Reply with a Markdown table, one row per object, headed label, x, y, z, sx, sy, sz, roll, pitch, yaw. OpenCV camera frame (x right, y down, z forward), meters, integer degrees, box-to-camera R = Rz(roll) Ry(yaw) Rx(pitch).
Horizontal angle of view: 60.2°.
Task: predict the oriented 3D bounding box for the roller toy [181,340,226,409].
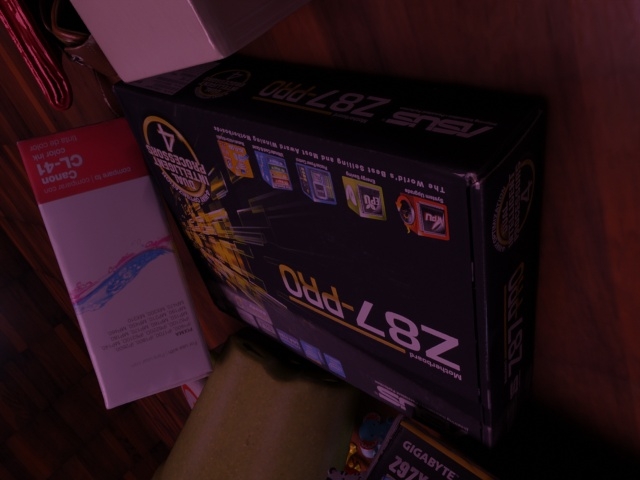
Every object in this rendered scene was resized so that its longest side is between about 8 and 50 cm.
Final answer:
| label | x | y | z | sx | sy | sz | roll | pitch | yaw |
| --- | --- | --- | --- | --- | --- | --- | --- | --- | --- |
| roller toy | -0.132 | 0.265 | 0.935 | 0.191 | 0.146 | 0.209 | 56 | 153 | 7 |

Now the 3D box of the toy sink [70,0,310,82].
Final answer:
| label | x | y | z | sx | sy | sz | roll | pitch | yaw |
| --- | --- | --- | --- | --- | --- | --- | --- | --- | --- |
| toy sink | -0.119 | -0.248 | 0.371 | 0.152 | 0.131 | 0.234 | 8 | 135 | 47 |

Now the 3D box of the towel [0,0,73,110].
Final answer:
| label | x | y | z | sx | sy | sz | roll | pitch | yaw |
| --- | --- | --- | --- | --- | --- | --- | --- | --- | --- |
| towel | -0.337 | -0.273 | 0.618 | 0.275 | 0.031 | 0.199 | 51 | 162 | 51 |

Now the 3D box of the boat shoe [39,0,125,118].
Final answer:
| label | x | y | z | sx | sy | sz | roll | pitch | yaw |
| --- | --- | --- | --- | --- | --- | --- | --- | --- | --- |
| boat shoe | -0.227 | -0.227 | 0.552 | 0.110 | 0.104 | 0.307 | 38 | 148 | 15 |

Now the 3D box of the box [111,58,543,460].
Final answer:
| label | x | y | z | sx | sy | sz | roll | pitch | yaw |
| --- | --- | --- | --- | --- | --- | --- | --- | --- | --- |
| box | 0.000 | 0.000 | 0.528 | 0.394 | 0.097 | 0.318 | 22 | 143 | 36 |

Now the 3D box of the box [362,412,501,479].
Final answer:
| label | x | y | z | sx | sy | sz | roll | pitch | yaw |
| --- | --- | --- | --- | --- | --- | --- | --- | --- | --- |
| box | 0.214 | 0.301 | 0.521 | 0.321 | 0.079 | 0.257 | 28 | 165 | 29 |

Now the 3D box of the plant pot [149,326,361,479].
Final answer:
| label | x | y | z | sx | sy | sz | roll | pitch | yaw |
| --- | --- | --- | --- | --- | --- | --- | --- | --- | --- |
| plant pot | -0.069 | 0.259 | 0.704 | 0.275 | 0.254 | 0.276 | 19 | -177 | -1 |

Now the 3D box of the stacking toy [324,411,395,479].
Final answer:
| label | x | y | z | sx | sy | sz | roll | pitch | yaw |
| --- | --- | --- | --- | --- | --- | --- | --- | --- | --- |
| stacking toy | 0.060 | 0.257 | 0.636 | 0.052 | 0.221 | 0.167 | -4 | 124 | 18 |

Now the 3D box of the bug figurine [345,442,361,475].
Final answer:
| label | x | y | z | sx | sy | sz | roll | pitch | yaw |
| --- | --- | --- | --- | --- | --- | --- | --- | --- | --- |
| bug figurine | 0.014 | 0.446 | 1.024 | 0.216 | 0.072 | 0.279 | 22 | 141 | 37 |

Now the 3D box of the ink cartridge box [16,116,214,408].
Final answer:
| label | x | y | z | sx | sy | sz | roll | pitch | yaw |
| --- | --- | --- | --- | --- | --- | --- | --- | --- | --- |
| ink cartridge box | -0.249 | 0.021 | 0.695 | 0.226 | 0.131 | 0.307 | -177 | 72 | -71 |
